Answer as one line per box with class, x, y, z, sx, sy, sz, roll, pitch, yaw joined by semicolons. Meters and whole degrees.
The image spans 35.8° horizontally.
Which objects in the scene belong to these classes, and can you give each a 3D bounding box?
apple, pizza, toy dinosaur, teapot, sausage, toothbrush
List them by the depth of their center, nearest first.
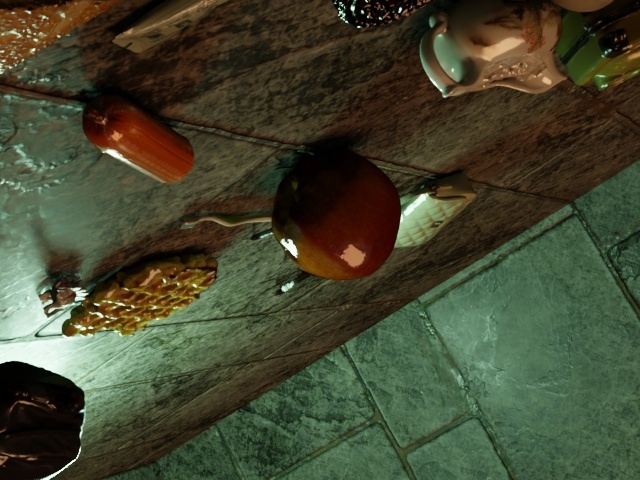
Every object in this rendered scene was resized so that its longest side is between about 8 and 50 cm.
pizza;-0.267;-0.211;0.894;0.199;0.062;0.188;-27;179;-29
sausage;-0.229;-0.127;1.221;0.071;0.071;0.234;-30;165;8
teapot;0.241;-0.273;1.418;0.298;0.139;0.204;-11;170;-38
toy dinosaur;-0.431;0.090;1.648;0.082;0.039;0.209;-28;177;-14
apple;0.021;-0.047;1.702;0.230;0.230;0.230;-26;165;-7
toothbrush;-0.155;-0.040;1.758;0.263;0.022;0.026;-8;141;-53

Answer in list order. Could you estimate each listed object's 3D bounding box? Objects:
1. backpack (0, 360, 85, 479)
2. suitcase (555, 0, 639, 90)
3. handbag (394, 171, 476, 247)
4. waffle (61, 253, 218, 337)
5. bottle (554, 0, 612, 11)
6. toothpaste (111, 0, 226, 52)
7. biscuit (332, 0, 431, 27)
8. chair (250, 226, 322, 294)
backpack;-0.642;0.363;1.801;0.445;0.255;0.363;-17;167;12
suitcase;0.506;-0.348;1.630;0.194;0.143;0.235;-26;173;-6
handbag;0.218;-0.059;2.275;0.219;0.079;0.256;-13;158;-35
waffle;-0.333;0.108;1.864;0.300;0.058;0.281;-10;155;-48
bottle;0.354;-0.399;1.269;0.120;0.120;0.253;-28;164;0
toothpaste;-0.120;-0.259;1.042;0.218;0.041;0.064;-28;172;14
biscuit;0.099;-0.323;1.185;0.194;0.053;0.194;-25;165;-7
chair;0.000;0.000;1.899;0.149;0.174;0.213;-21;175;-41
